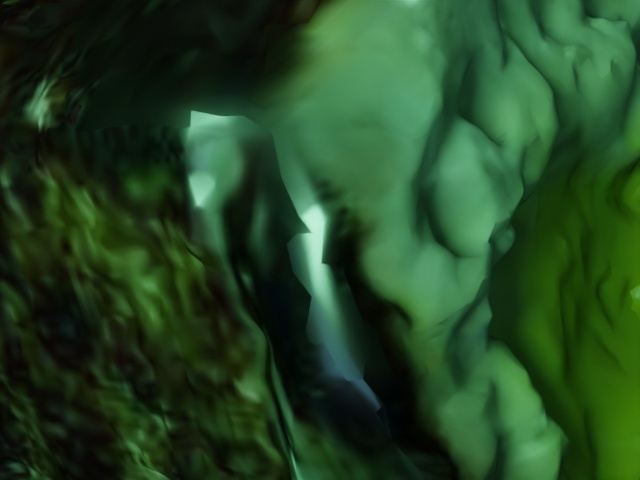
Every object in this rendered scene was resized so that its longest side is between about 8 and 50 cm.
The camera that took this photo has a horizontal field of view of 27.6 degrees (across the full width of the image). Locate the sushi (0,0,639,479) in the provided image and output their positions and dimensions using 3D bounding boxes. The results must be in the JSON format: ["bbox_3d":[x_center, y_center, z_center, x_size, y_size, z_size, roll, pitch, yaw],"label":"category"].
[{"bbox_3d":[-0.002,-0.001,0.513,0.294,0.299,0.281,-9,96,41],"label":"sushi"}]
